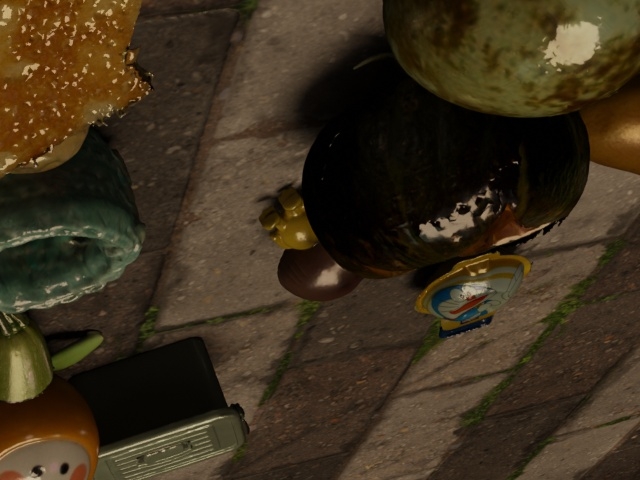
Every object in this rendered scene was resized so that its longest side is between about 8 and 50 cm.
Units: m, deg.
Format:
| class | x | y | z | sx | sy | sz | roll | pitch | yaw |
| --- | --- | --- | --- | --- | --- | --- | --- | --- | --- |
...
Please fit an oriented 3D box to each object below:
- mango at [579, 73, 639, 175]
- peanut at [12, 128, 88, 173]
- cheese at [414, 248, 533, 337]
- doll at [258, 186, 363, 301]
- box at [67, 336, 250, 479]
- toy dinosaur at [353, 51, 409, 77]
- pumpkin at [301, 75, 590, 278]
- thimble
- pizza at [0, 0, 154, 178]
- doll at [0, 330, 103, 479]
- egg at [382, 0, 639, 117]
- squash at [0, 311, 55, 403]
| class | x | y | z | sx | sy | sz | roll | pitch | yaw |
| --- | --- | --- | --- | --- | --- | --- | --- | --- | --- |
| mango | 0.411 | -0.145 | 1.923 | 0.254 | 0.139 | 0.175 | 5 | 144 | -33 |
| peanut | -0.334 | -0.097 | 1.465 | 0.263 | 0.117 | 0.101 | -12 | 165 | -26 |
| cheese | 0.217 | 0.077 | 2.345 | 0.177 | 0.069 | 0.270 | -17 | 157 | -6 |
| doll | 0.006 | -0.007 | 1.982 | 0.145 | 0.096 | 0.188 | -31 | 134 | -12 |
| box | -0.232 | 0.238 | 2.265 | 0.243 | 0.135 | 0.163 | -18 | 156 | -3 |
| toy dinosaur | 0.096 | -0.187 | 1.703 | 0.058 | 0.037 | 0.180 | -37 | 153 | 26 |
| pumpkin | 0.132 | -0.074 | 1.740 | 0.320 | 0.192 | 0.320 | -19 | 174 | -2 |
| thimble | -0.286 | -0.028 | 1.618 | 0.235 | 0.143 | 0.198 | -8 | 155 | -30 |
| pizza | -0.229 | -0.182 | 1.349 | 0.223 | 0.089 | 0.323 | -15 | 141 | -36 |
| doll | -0.381 | 0.225 | 2.082 | 0.213 | 0.213 | 0.236 | 2 | 111 | -42 |
| egg | 0.181 | -0.224 | 1.442 | 0.238 | 0.238 | 0.289 | 0 | 169 | -38 |
| squash | -0.370 | 0.113 | 1.960 | 0.105 | 0.105 | 0.132 | -11 | 137 | -21 |
